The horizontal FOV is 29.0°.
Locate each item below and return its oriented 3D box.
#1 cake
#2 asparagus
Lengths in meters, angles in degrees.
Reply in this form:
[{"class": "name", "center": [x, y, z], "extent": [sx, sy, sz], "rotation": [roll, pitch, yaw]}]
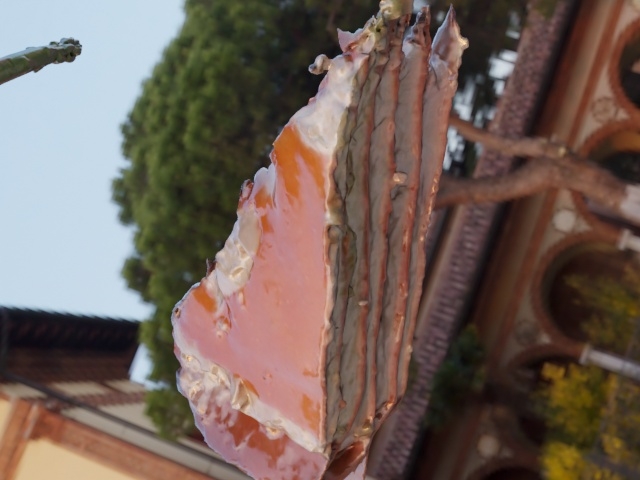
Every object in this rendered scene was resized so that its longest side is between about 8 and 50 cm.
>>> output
[{"class": "cake", "center": [-0.005, 0.001, 0.603], "extent": [0.098, 0.135, 0.287], "rotation": [-15, -47, -39]}, {"class": "asparagus", "center": [-0.267, -0.160, 1.125], "extent": [0.027, 0.034, 0.236], "rotation": [64, -156, -9]}]
